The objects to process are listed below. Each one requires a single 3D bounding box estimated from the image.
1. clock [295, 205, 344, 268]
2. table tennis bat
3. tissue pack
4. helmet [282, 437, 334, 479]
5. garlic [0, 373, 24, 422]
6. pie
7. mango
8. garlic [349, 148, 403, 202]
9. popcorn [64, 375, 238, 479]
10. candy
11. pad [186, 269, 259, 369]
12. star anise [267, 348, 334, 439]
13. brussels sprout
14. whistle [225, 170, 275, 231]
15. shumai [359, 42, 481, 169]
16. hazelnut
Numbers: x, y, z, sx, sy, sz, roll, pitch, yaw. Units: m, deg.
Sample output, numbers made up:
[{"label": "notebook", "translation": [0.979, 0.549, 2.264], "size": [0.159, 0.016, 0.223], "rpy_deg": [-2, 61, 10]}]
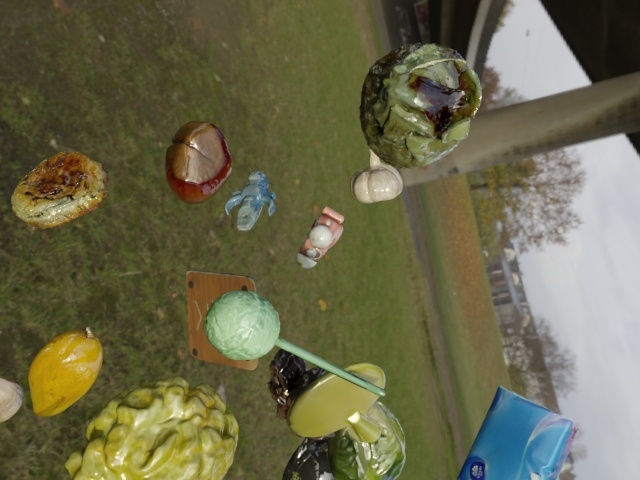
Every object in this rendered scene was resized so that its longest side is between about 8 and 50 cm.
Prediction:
[{"label": "clock", "translation": [0.000, 0.000, 1.770], "size": [0.093, 0.166, 0.162], "rpy_deg": [33, 40, -2]}, {"label": "table tennis bat", "translation": [0.061, 0.369, 1.287], "size": [0.054, 0.224, 0.368], "rpy_deg": [55, 0, 40]}, {"label": "tissue pack", "translation": [0.491, 0.532, 1.464], "size": [0.263, 0.198, 0.146], "rpy_deg": [-62, 143, -10]}, {"label": "helmet", "translation": [0.014, 0.709, 1.801], "size": [0.231, 0.160, 0.278], "rpy_deg": [-16, 132, -40]}, {"label": "garlic", "translation": [-0.645, 0.309, 1.159], "size": [0.101, 0.196, 0.087], "rpy_deg": [49, 53, -17]}, {"label": "pie", "translation": [-0.764, -0.150, 1.708], "size": [0.085, 0.309, 0.308], "rpy_deg": [83, 4, -47]}, {"label": "mango", "translation": [-0.686, 0.354, 1.571], "size": [0.177, 0.316, 0.119], "rpy_deg": [8, 29, -45]}, {"label": "garlic", "translation": [0.212, -0.254, 2.275], "size": [0.218, 0.219, 0.211], "rpy_deg": [-52, 137, -75]}, {"label": "popcorn", "translation": [-0.231, 0.302, 0.829], "size": [0.181, 0.235, 0.216], "rpy_deg": [48, -37, 16]}, {"label": "candy", "translation": [-0.026, 0.211, 1.079], "size": [0.440, 0.119, 0.119], "rpy_deg": [33, 39, -36]}, {"label": "pad", "translation": [-0.300, 0.238, 1.777], "size": [0.018, 0.284, 0.286], "rpy_deg": [-13, 104, -56]}, {"label": "star anise", "translation": [-0.061, 0.365, 1.387], "size": [0.223, 0.109, 0.235], "rpy_deg": [-24, -96, 62]}, {"label": "brussels sprout", "translation": [0.125, 0.559, 1.630], "size": [0.210, 0.220, 0.271], "rpy_deg": [-105, -175, -67]}, {"label": "whistle", "translation": [-0.242, -0.144, 2.099], "size": [0.093, 0.180, 0.269], "rpy_deg": [75, 21, -48]}, {"label": "shumai", "translation": [0.275, -0.404, 1.706], "size": [0.348, 0.395, 0.394], "rpy_deg": [-28, 105, -78]}, {"label": "hazelnut", "translation": [-0.325, -0.201, 1.551], "size": [0.181, 0.181, 0.212], "rpy_deg": [35, 71, -29]}]
